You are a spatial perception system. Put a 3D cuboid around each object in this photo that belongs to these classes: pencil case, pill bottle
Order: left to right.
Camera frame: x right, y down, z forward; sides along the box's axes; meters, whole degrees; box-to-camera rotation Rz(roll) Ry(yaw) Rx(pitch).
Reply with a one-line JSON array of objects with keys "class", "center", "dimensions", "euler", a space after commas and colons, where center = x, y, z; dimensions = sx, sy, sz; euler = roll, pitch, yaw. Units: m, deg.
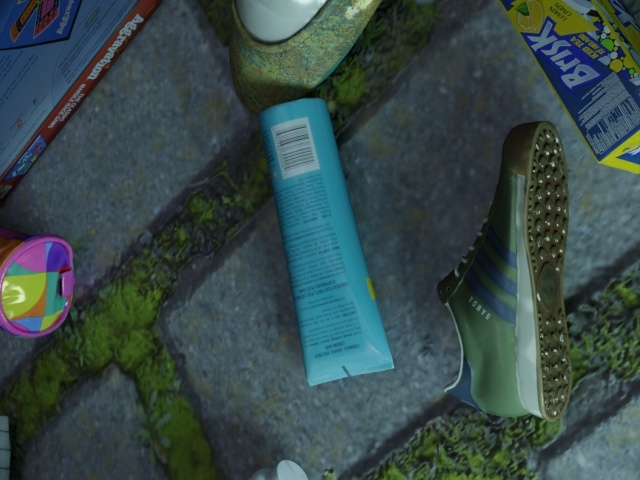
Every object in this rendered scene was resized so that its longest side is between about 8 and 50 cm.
[{"class": "pencil case", "center": [-0.324, 0.019, 1.210], "dimensions": [0.236, 0.104, 0.104], "euler": [17, 97, 40]}, {"class": "pill bottle", "center": [-0.046, 0.201, 0.993], "dimensions": [0.083, 0.043, 0.043], "euler": [-45, 60, 29]}]

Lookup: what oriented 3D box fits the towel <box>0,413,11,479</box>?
[{"class": "towel", "center": [-0.396, 0.294, 1.160], "dimensions": [0.121, 0.235, 0.283], "euler": [-6, 82, 44]}]

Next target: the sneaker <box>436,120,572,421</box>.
[{"class": "sneaker", "center": [0.112, 0.020, 0.859], "dimensions": [0.086, 0.064, 0.192], "euler": [-3, 88, 35]}]

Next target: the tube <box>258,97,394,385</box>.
[{"class": "tube", "center": [0.000, 0.000, 0.972], "dimensions": [0.080, 0.052, 0.207], "euler": [-19, 79, 43]}]

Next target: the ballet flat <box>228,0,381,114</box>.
[{"class": "ballet flat", "center": [0.014, -0.233, 0.934], "dimensions": [0.348, 0.123, 0.123], "euler": [-47, 59, 28]}]

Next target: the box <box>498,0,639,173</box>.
[{"class": "box", "center": [0.167, -0.126, 0.829], "dimensions": [0.054, 0.059, 0.169], "euler": [-40, 62, 30]}]

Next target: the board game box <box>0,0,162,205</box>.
[{"class": "board game box", "center": [-0.261, -0.174, 1.219], "dimensions": [0.281, 0.027, 0.145], "euler": [-45, 61, 29]}]
